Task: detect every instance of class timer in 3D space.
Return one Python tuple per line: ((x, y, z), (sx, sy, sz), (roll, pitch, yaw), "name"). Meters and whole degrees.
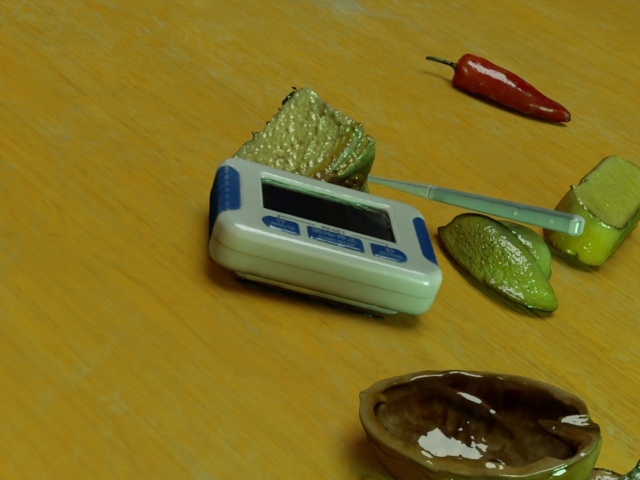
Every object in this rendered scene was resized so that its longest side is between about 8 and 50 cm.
((0.000, 0.000, 1.224), (0.253, 0.078, 0.178), (15, 27, -12), "timer")

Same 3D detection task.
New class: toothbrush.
((0.163, -0.054, 1.376), (0.342, 0.025, 0.030), (15, 17, 31), "toothbrush")

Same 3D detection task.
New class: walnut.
((0.136, 0.184, 0.967), (0.211, 0.087, 0.167), (8, 26, 19), "walnut")

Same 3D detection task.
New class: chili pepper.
((0.307, -0.265, 1.898), (0.272, 0.063, 0.071), (25, 41, 4), "chili pepper")

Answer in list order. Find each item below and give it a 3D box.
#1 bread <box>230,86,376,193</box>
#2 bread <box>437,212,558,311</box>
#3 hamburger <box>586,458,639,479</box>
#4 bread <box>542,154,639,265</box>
((-0.023, -0.096, 1.361), (0.152, 0.127, 0.147), (-31, 54, -34), "bread")
((0.240, 0.016, 1.364), (0.149, 0.065, 0.188), (5, 29, -34), "bread")
((0.266, 0.244, 0.943), (0.176, 0.102, 0.087), (20, 41, -1), "hamburger")
((0.387, -0.040, 1.524), (0.102, 0.094, 0.245), (38, 33, 12), "bread")
